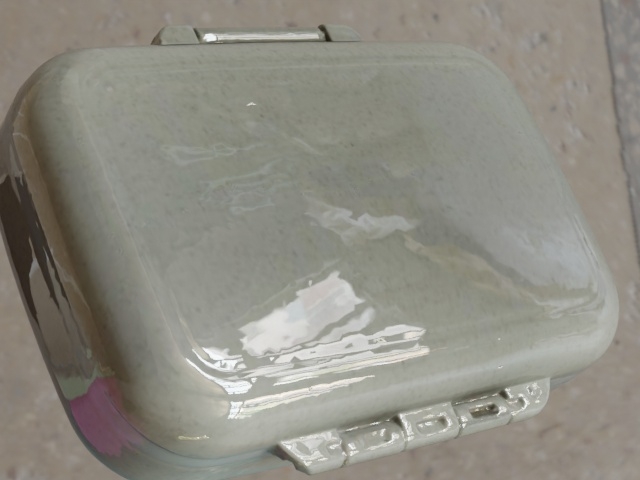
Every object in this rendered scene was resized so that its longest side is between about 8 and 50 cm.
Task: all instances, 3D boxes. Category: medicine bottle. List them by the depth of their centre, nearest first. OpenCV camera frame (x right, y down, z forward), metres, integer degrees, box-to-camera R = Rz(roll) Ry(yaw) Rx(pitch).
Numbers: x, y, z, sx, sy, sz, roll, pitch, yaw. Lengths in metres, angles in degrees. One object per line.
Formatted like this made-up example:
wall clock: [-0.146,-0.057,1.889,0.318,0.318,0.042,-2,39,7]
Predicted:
medicine bottle: [0.000,0.000,0.852,0.123,0.375,0.282,-44,62,47]
